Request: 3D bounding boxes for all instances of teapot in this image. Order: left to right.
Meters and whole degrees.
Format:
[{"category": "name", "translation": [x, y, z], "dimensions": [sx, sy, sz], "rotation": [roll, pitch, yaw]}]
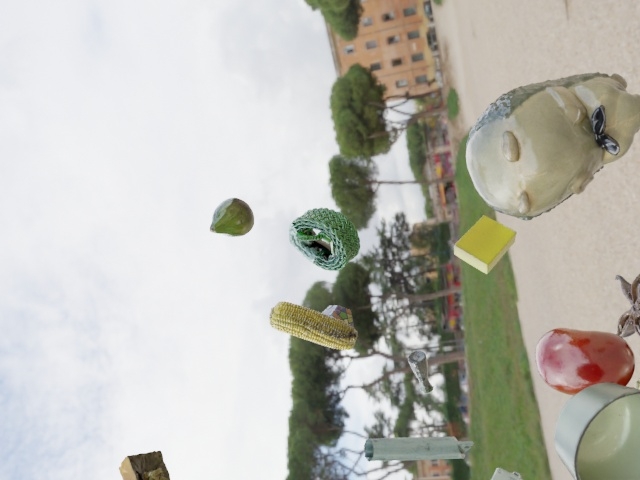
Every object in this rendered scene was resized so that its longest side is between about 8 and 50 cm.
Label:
[{"category": "teapot", "translation": [0.238, 0.312, 1.438], "dimensions": [0.043, 0.042, 0.111], "rotation": [-77, -29, -58]}]

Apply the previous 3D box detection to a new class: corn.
[{"category": "corn", "translation": [-0.015, 0.189, 1.349], "dimensions": [0.072, 0.203, 0.072], "rotation": [-161, 90, -86]}]

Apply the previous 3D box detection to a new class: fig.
[{"category": "fig", "translation": [-0.270, -0.054, 1.817], "dimensions": [0.156, 0.123, 0.123], "rotation": [-48, -48, -42]}]

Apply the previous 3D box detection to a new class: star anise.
[{"category": "star anise", "translation": [0.886, 0.185, 1.671], "dimensions": [0.172, 0.063, 0.208], "rotation": [-20, 62, 62]}]

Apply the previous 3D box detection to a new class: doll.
[{"category": "doll", "translation": [0.441, -0.189, 1.133], "dimensions": [0.247, 0.349, 0.247], "rotation": [44, 151, 33]}]

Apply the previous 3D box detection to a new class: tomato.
[{"category": "tomato", "translation": [0.552, 0.258, 1.289], "dimensions": [0.195, 0.195, 0.136], "rotation": [45, -127, -67]}]

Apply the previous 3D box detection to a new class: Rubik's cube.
[{"category": "Rubik's cube", "translation": [0.047, 0.237, 1.755], "dimensions": [0.093, 0.111, 0.111], "rotation": [37, 154, 48]}]

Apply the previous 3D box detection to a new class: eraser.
[{"category": "eraser", "translation": [0.396, 0.007, 1.475], "dimensions": [0.122, 0.097, 0.045], "rotation": [-43, -33, -20]}]

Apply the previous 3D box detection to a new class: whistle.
[{"category": "whistle", "translation": [0.270, 0.564, 1.663], "dimensions": [0.062, 0.312, 0.062], "rotation": [-175, 90, -71]}]

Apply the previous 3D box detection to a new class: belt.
[{"category": "belt", "translation": [0.000, 0.000, 1.228], "dimensions": [0.079, 0.151, 0.121], "rotation": [-39, -40, -39]}]

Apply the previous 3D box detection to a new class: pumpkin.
[{"category": "pumpkin", "translation": [-0.284, 0.392, 1.011], "dimensions": [0.074, 0.054, 0.083], "rotation": [14, -137, -57]}]

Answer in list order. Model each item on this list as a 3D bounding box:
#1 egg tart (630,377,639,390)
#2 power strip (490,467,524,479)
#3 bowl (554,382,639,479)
[{"category": "egg tart", "translation": [0.879, 0.440, 1.382], "dimensions": [0.388, 0.387, 0.169], "rotation": [-67, -15, -66]}, {"category": "power strip", "translation": [0.415, 0.748, 1.528], "dimensions": [0.367, 0.106, 0.043], "rotation": [-55, -39, -20]}, {"category": "bowl", "translation": [0.502, 0.342, 1.089], "dimensions": [0.112, 0.211, 0.211], "rotation": [-147, 42, -68]}]
